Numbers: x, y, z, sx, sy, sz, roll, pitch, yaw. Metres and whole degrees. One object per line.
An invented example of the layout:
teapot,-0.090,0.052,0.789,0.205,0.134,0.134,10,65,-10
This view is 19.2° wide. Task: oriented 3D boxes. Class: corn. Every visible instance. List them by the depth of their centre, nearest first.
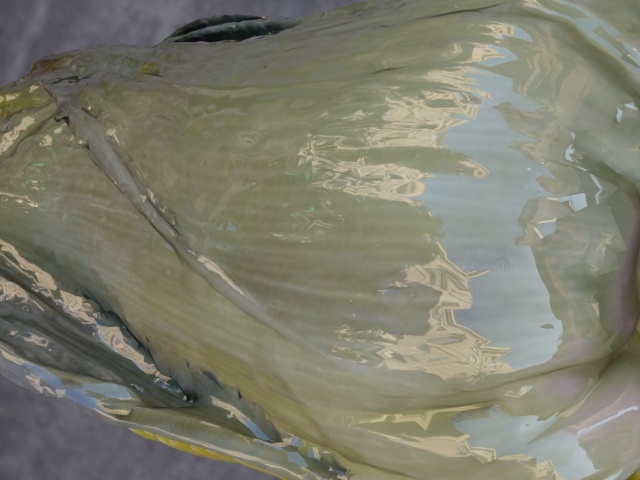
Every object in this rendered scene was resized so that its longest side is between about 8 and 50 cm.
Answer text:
corn,-0.002,-0.004,0.448,0.305,0.122,0.123,4,76,57
